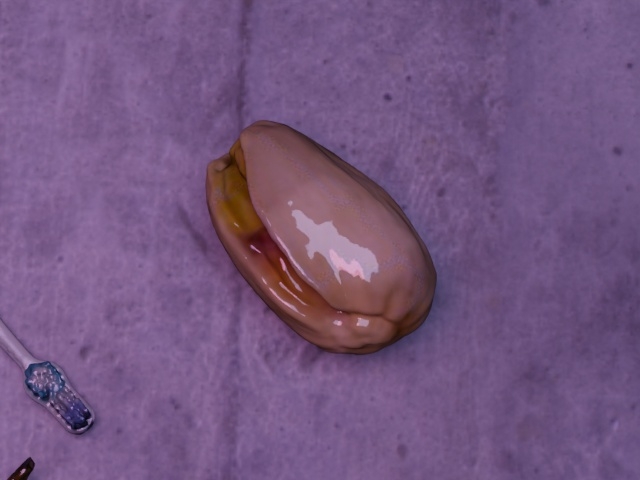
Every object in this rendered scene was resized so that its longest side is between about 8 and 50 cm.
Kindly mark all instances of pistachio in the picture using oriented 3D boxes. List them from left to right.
[{"bbox_3d":[0.000,0.000,1.133,0.200,0.117,0.145,45,38,12],"label":"pistachio"}]

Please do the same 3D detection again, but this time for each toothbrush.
[{"bbox_3d":[-0.317,-0.009,1.135,0.042,0.040,0.418,-42,80,-13],"label":"toothbrush"}]

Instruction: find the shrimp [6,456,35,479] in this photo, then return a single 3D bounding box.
[{"bbox_3d":[-0.311,0.234,1.066,0.251,0.052,0.143,-43,82,-13],"label":"shrimp"}]
